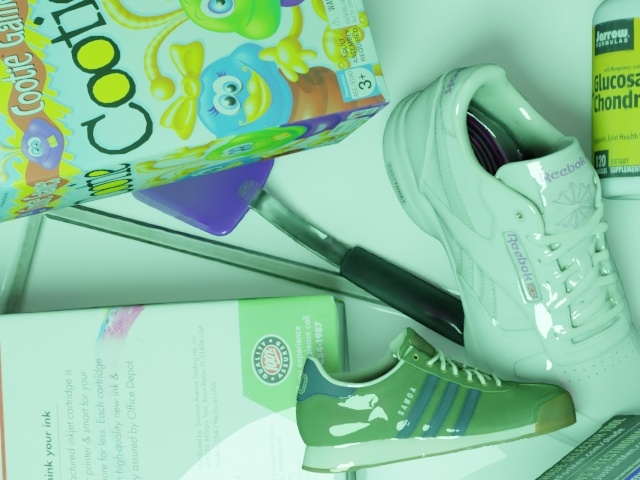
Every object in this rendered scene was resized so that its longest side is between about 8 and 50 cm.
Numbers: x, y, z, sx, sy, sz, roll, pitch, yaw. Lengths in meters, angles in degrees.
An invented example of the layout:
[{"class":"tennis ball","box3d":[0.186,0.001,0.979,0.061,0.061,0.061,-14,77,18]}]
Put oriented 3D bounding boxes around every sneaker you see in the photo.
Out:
[{"class":"sneaker","box3d":[0.076,0.100,1.177,0.192,0.064,0.086,-9,90,-8]},{"class":"sneaker","box3d":[0.151,0.015,1.223,0.114,0.152,0.305,-30,86,-26]}]

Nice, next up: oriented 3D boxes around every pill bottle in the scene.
[{"class":"pill bottle","box3d":[0.246,-0.122,1.248,0.103,0.103,0.184,0,88,5]}]

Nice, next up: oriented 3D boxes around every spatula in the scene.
[{"class":"spatula","box3d":[0.000,0.000,1.302,0.296,0.030,0.084,30,78,5]}]

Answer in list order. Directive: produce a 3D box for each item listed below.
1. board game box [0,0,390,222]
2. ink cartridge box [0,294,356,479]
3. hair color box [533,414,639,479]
[{"class":"board game box","box3d":[-0.115,-0.117,1.216,0.275,0.144,0.142,-14,85,-17]},{"class":"ink cartridge box","box3d":[-0.154,0.151,1.268,0.354,0.119,0.207,-3,87,4]},{"class":"hair color box","box3d":[0.231,0.305,1.149,0.110,0.185,0.338,-9,105,48]}]
